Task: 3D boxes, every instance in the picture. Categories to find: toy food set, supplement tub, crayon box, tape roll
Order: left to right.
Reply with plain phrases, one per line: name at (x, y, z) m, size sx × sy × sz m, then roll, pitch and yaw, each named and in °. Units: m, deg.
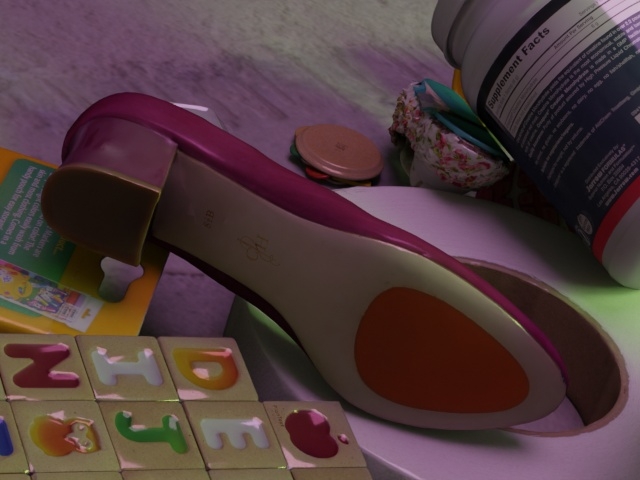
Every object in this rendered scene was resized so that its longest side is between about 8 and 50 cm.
crayon box at (-0.273, 0.008, 1.323) m, size 0.323 × 0.083 × 0.203 m, roll 18°, pitch 32°, yaw -2°
toy food set at (0.015, -0.074, 1.657) m, size 0.083 × 0.020 × 0.082 m, roll 17°, pitch 32°, yaw -5°
tape roll at (0.118, 0.097, 1.408) m, size 0.392 × 0.072 × 0.392 m, roll 13°, pitch 32°, yaw -9°
supplement tub at (0.232, -0.115, 1.498) m, size 0.191 × 0.191 × 0.272 m, roll -15°, pitch 59°, yaw -42°

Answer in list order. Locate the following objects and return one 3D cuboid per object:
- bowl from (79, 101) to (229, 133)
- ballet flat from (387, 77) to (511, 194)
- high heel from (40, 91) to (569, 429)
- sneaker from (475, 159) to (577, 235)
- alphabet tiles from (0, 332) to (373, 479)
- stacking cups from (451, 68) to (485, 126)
bowl at (-0.126, -0.066, 1.542) m, size 0.142 × 0.053 × 0.142 m, roll 4°, pitch 36°, yaw -21°
ballet flat at (0.105, -0.074, 1.610) m, size 0.091 × 0.077 × 0.241 m, roll 28°, pitch 12°, yaw -10°
high heel at (0.000, 0.000, 1.311) m, size 0.377 × 0.127 × 0.181 m, roll 28°, pitch 24°, yaw -4°
sneaker at (0.275, -0.018, 1.647) m, size 0.299 × 0.121 × 0.112 m, roll 1°, pitch 0°, yaw -11°
alphabet tiles at (-0.110, 0.158, 1.119) m, size 0.342 × 0.011 × 0.285 m, roll 3°, pitch 41°, yaw -29°
stacking cups at (0.286, -0.137, 1.825) m, size 0.316 × 0.096 × 0.096 m, roll 4°, pitch 35°, yaw -22°
